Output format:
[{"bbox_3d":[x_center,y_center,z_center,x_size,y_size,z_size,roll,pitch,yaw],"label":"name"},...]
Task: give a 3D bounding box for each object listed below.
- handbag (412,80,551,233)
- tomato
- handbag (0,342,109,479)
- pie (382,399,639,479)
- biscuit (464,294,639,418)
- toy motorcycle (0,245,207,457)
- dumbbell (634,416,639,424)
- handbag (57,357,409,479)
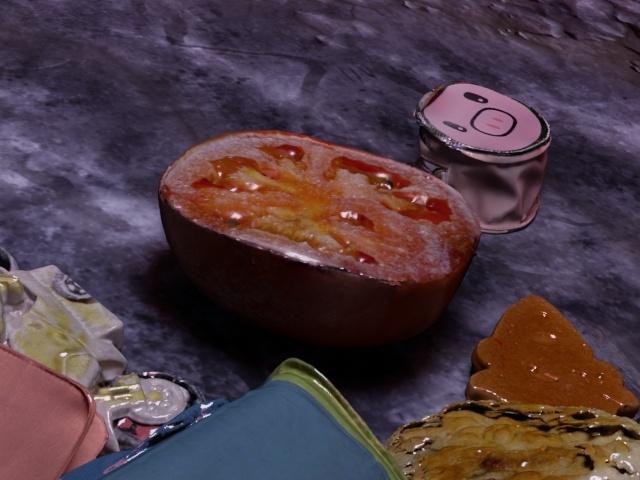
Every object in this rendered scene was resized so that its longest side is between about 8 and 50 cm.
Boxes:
[{"bbox_3d":[0.197,-0.107,1.668,0.179,0.116,0.205,21,33,12],"label":"handbag"},{"bbox_3d":[-0.004,0.012,1.377,0.338,0.144,0.338,11,27,-6],"label":"tomato"},{"bbox_3d":[-0.273,0.180,0.998,0.157,0.059,0.212,25,64,19],"label":"handbag"},{"bbox_3d":[0.146,0.200,1.125,0.274,0.055,0.274,-14,15,4],"label":"pie"},{"bbox_3d":[0.229,0.142,1.364,0.183,0.043,0.280,13,27,-9],"label":"biscuit"},{"bbox_3d":[-0.273,0.113,1.148,0.340,0.108,0.223,34,45,29],"label":"toy motorcycle"},{"bbox_3d":[0.298,0.257,1.115,0.144,0.156,0.316,49,36,-2],"label":"dumbbell"},{"bbox_3d":[-0.082,0.239,0.885,0.222,0.263,0.241,51,42,12],"label":"handbag"}]
